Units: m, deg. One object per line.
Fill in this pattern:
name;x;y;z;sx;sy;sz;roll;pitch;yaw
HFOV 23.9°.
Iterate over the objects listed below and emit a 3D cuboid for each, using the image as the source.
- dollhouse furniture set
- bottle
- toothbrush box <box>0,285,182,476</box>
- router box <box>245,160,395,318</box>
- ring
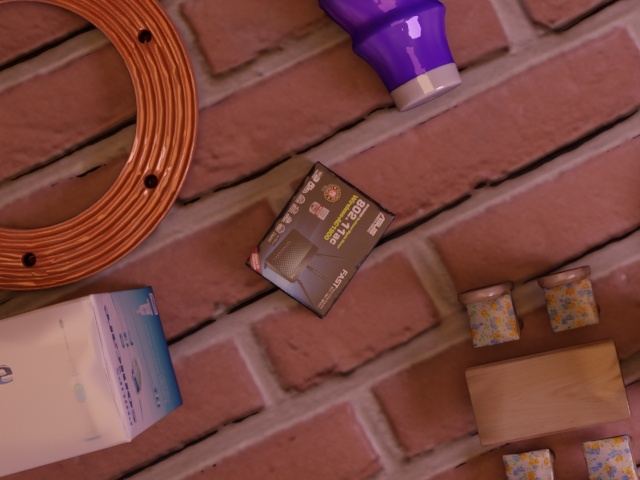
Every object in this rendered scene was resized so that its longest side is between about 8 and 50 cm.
dollhouse furniture set;0.248;0.128;1.334;0.242;0.161;0.212;-13;88;15
bottle;0.043;-0.259;1.407;0.118;0.092;0.282;-24;88;1
toothbrush box;-0.254;0.127;1.313;0.216;0.295;0.126;-15;88;2
router box;0.000;0.000;1.431;0.092;0.038;0.122;35;91;2
ring;-0.283;-0.120;1.452;0.337;0.032;0.336;0;89;4
